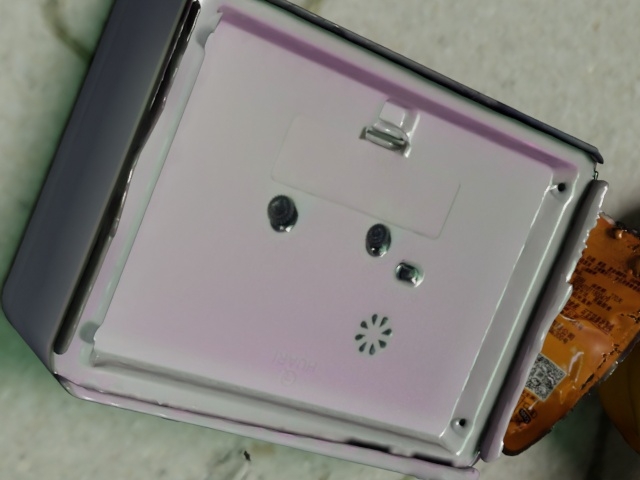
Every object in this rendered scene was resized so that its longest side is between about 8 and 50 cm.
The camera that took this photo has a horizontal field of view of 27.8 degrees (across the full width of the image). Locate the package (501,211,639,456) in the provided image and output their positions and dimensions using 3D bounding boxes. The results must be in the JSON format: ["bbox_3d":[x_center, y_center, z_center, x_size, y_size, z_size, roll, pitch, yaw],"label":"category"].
[{"bbox_3d":[0.096,0.033,0.549,0.033,0.077,0.110,31,99,-38],"label":"package"}]

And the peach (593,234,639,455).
[{"bbox_3d":[0.187,0.053,0.569,0.138,0.138,0.138,-11,111,-29],"label":"peach"}]

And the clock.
[{"bbox_3d":[0.000,0.001,0.474,0.193,0.073,0.144,20,95,-35],"label":"clock"}]
